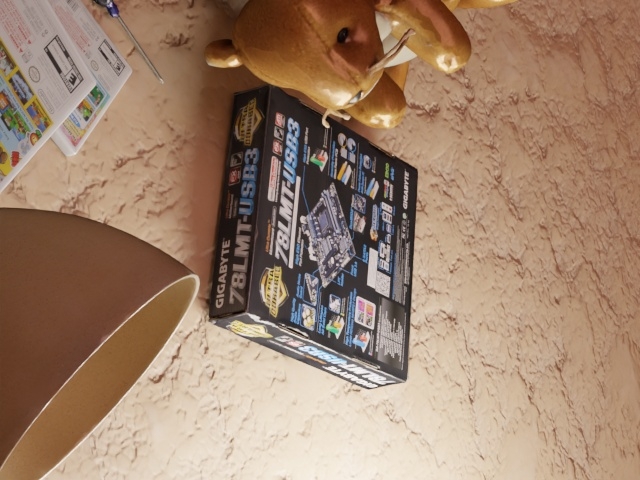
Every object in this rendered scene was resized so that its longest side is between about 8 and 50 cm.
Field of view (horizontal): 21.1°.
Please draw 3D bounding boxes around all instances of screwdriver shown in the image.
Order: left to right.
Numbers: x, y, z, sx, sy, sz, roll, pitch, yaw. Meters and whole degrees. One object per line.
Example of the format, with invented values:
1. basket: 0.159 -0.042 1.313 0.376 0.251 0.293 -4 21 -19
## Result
1. screwdriver: -0.221 -0.239 1.908 0.170 0.025 0.024 61 40 -35

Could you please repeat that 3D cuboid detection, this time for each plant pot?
1. plant pot: -0.277 0.080 1.592 0.191 0.284 0.284 40 42 8

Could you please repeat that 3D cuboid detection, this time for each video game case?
1. video game case: -0.335 -0.184 1.699 0.206 0.026 0.227 -56 130 -38
2. video game case: -0.278 -0.193 1.820 0.157 0.019 0.143 54 45 -29

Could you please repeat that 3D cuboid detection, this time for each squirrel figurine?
1. squirrel figurine: -0.009 -0.307 1.983 0.397 0.281 0.370 56 34 1

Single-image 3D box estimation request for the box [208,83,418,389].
1. box: 0.000 0.000 2.072 0.293 0.073 0.295 25 60 -43
